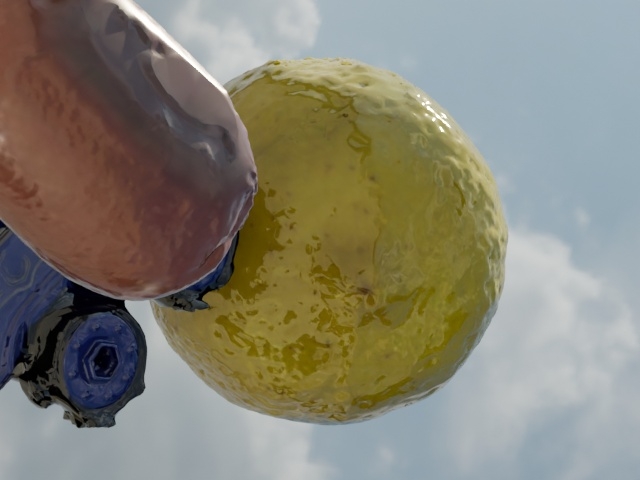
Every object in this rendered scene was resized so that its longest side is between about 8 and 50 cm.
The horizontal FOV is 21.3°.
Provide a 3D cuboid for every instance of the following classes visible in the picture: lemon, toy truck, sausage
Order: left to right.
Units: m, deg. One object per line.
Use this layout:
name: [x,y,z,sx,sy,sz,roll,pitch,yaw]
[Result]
toy truck: [-0.171,-0.007,0.979,0.161,0.177,0.213,9,-129,42]
sausage: [-0.054,-0.026,0.403,0.054,0.094,0.059,-24,-148,35]
lemon: [0.000,0.000,1.168,0.310,0.253,0.253,-162,-94,-73]
